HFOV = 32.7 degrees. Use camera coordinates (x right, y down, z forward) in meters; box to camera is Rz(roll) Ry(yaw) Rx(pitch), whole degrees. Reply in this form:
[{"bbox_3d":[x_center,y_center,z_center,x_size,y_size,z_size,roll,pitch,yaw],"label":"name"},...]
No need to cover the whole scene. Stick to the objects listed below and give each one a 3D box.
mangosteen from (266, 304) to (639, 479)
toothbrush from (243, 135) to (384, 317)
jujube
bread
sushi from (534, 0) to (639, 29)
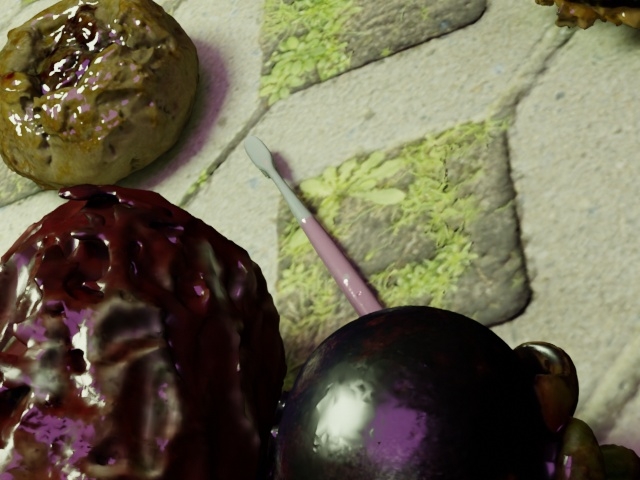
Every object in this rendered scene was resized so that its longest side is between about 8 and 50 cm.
[{"bbox_3d":[0.083,0.138,0.651,0.230,0.194,0.194,8,56,2],"label":"mangosteen"},{"bbox_3d":[0.000,0.000,0.896,0.020,0.025,0.286,-33,48,-2],"label":"toothbrush"},{"bbox_3d":[-0.138,0.141,0.698,0.258,0.258,0.376,-3,52,26],"label":"jujube"},{"bbox_3d":[-0.228,-0.155,1.067,0.230,0.123,0.230,-15,47,17],"label":"bread"},{"bbox_3d":[0.314,-0.282,0.833,0.348,0.207,0.234,12,50,28],"label":"sushi"}]
